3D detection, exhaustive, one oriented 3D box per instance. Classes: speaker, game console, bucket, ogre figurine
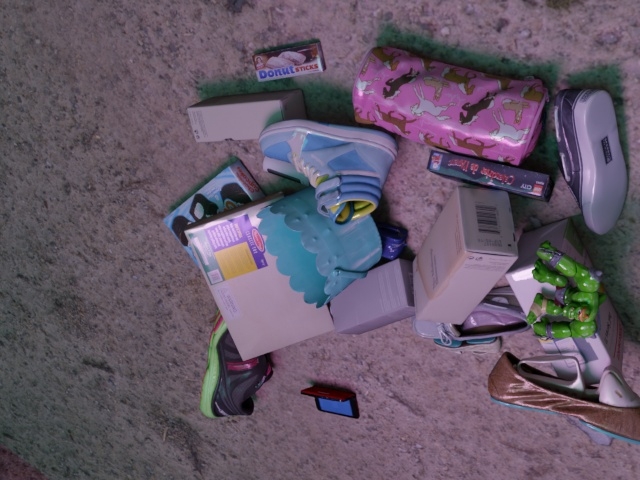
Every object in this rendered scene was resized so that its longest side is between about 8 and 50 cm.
[{"bbox_3d":[-0.072,-0.177,1.610,0.136,0.055,0.055,21,124,19],"label":"speaker"},{"bbox_3d":[0.027,0.476,1.882,0.144,0.124,0.085,3,90,29],"label":"game console"},{"bbox_3d":[0.000,0.000,1.520,0.281,0.183,0.281,47,157,27],"label":"bucket"},{"bbox_3d":[0.444,0.102,1.174,0.118,0.097,0.197,14,103,36],"label":"ogre figurine"}]

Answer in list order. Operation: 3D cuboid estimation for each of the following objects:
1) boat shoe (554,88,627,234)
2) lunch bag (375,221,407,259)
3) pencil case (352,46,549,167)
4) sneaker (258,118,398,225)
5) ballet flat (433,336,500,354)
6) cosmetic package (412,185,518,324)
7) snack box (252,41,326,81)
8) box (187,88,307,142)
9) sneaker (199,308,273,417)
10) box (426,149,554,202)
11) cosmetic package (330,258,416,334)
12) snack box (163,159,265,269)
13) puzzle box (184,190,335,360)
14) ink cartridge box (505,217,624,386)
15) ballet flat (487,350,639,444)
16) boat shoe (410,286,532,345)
[{"bbox_3d":[0.511,-0.152,1.258,0.102,0.108,0.301,28,148,55],"label":"boat shoe"},{"bbox_3d":[0.161,-0.003,1.557,0.098,0.067,0.065,18,123,22],"label":"lunch bag"},{"bbox_3d":[0.251,-0.275,1.303,0.386,0.167,0.160,19,142,20],"label":"pencil case"},{"bbox_3d":[-0.007,-0.141,1.393,0.319,0.208,0.127,8,163,22],"label":"sneaker"},{"bbox_3d":[0.357,0.258,1.590,0.168,0.057,0.052,-4,122,32],"label":"ballet flat"},{"bbox_3d":[0.293,0.040,1.366,0.113,0.160,0.309,6,147,-8],"label":"cosmetic package"},{"bbox_3d":[-0.074,-0.412,1.507,0.178,0.022,0.064,-1,115,30],"label":"snack box"},{"bbox_3d":[-0.177,-0.300,1.572,0.275,0.113,0.094,3,117,30],"label":"box"},{"bbox_3d":[-0.230,0.331,1.928,0.202,0.185,0.483,11,122,-5],"label":"sneaker"},{"bbox_3d":[0.348,-0.130,1.321,0.233,0.159,0.044,16,95,22],"label":"box"},{"bbox_3d":[0.140,0.143,1.597,0.238,0.107,0.127,-26,64,41],"label":"cosmetic package"},{"bbox_3d":[-0.277,-0.062,1.788,0.322,0.060,0.187,-32,98,38],"label":"snack box"},{"bbox_3d":[-0.151,0.098,1.703,0.272,0.052,0.409,-19,111,3],"label":"puzzle box"},{"bbox_3d":[0.525,0.157,1.339,0.119,0.207,0.353,-23,103,34],"label":"ink cartridge box"},{"bbox_3d":[0.495,0.287,1.242,0.342,0.116,0.124,13,102,27],"label":"ballet flat"},{"bbox_3d":[0.348,0.181,1.521,0.320,0.103,0.118,-9,110,34],"label":"boat shoe"}]
